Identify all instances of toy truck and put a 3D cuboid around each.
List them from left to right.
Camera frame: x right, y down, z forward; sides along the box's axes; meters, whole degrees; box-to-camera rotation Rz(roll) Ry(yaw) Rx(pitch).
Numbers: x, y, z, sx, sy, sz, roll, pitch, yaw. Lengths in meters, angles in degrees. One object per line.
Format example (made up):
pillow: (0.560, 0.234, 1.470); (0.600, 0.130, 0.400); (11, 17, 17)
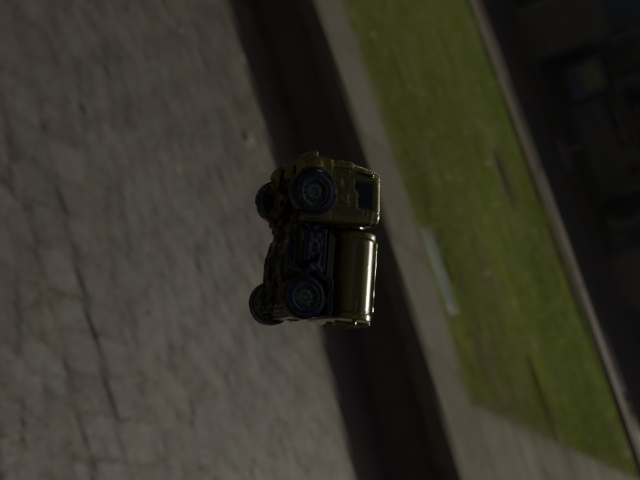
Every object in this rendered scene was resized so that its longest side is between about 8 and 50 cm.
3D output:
toy truck: (0.000, 0.000, 0.817); (0.049, 0.054, 0.083); (165, -70, -64)
